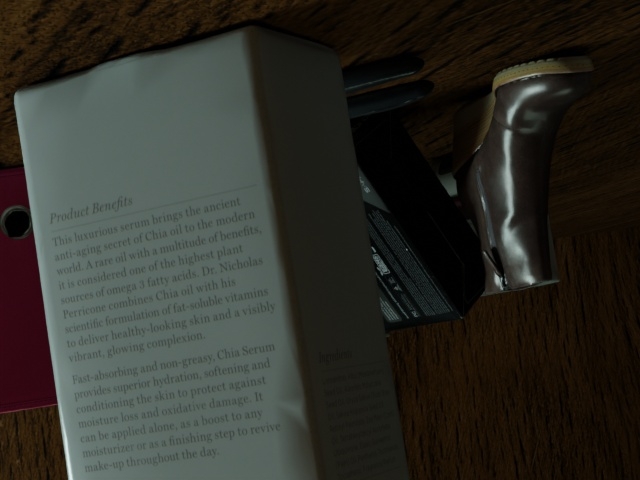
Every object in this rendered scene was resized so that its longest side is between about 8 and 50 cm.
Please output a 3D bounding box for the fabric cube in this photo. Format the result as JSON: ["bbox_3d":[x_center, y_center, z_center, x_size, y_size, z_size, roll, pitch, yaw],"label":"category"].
[{"bbox_3d":[-0.332,0.063,1.590,0.254,0.258,0.259,-7,175,-10],"label":"fabric cube"}]

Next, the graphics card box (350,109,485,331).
[{"bbox_3d":[0.000,0.000,1.609,0.371,0.233,0.094,-15,-155,52],"label":"graphics card box"}]

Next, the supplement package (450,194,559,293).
[{"bbox_3d":[0.223,-0.013,2.080,0.203,0.194,0.149,-12,175,27],"label":"supplement package"}]

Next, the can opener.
[{"bbox_3d":[0.012,-0.129,1.262,0.186,0.073,0.059,-15,134,29],"label":"can opener"}]

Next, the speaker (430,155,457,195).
[{"bbox_3d":[0.208,-0.096,1.906,0.055,0.055,0.136,-5,174,-36],"label":"speaker"}]

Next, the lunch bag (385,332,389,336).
[{"bbox_3d":[-0.069,0.039,1.903,0.287,0.235,0.169,-10,172,17],"label":"lunch bag"}]

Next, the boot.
[{"bbox_3d":[0.215,-0.062,1.403,0.090,0.207,0.248,-7,170,-22],"label":"boot"}]

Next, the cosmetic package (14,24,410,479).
[{"bbox_3d":[-0.079,0.082,1.113,0.230,0.453,0.161,-11,175,26],"label":"cosmetic package"}]
